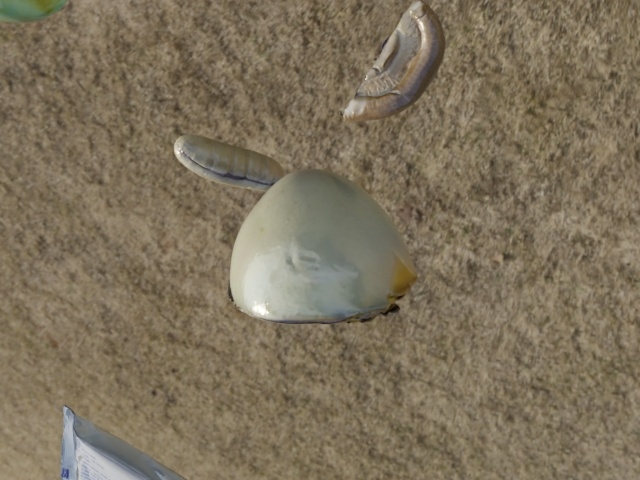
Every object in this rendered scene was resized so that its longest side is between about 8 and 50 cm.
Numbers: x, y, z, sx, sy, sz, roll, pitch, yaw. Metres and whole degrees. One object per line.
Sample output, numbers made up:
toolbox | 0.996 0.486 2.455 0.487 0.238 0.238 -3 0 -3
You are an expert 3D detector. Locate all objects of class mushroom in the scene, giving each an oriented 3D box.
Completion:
mushroom | 0.121 -0.255 1.087 0.094 0.072 0.209 36 101 20

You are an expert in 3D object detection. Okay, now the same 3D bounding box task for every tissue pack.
tissue pack | -0.144 0.225 0.586 0.193 0.026 0.122 21 118 23

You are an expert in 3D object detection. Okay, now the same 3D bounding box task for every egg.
egg | -0.005 0.000 0.999 0.264 0.286 0.174 -6 112 -6

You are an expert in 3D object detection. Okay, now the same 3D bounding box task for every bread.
bread | -0.152 -0.130 1.251 0.214 0.053 0.073 15 96 -31

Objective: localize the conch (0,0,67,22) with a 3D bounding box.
conch | -0.261 -0.228 0.476 0.251 0.143 0.137 17 117 18
